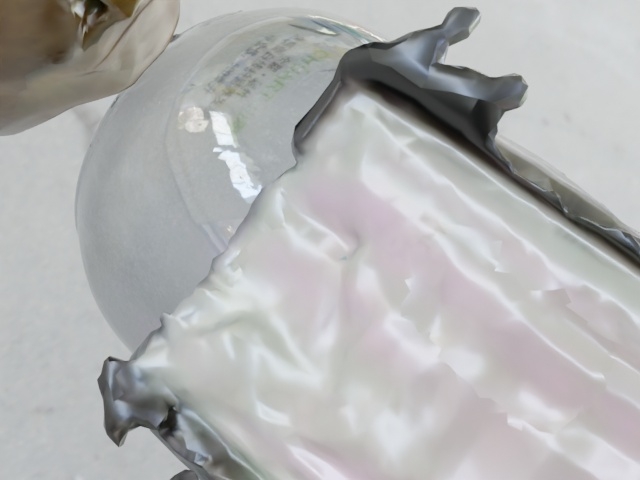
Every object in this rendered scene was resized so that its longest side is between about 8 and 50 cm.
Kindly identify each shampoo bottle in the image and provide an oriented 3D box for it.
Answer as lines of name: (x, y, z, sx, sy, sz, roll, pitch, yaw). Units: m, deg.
shampoo bottle: (0.000, 0.000, 1.101, 0.266, 0.273, 0.273, 34, 33, 24)

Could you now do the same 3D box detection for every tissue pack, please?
tissue pack: (0.136, 0.102, 0.432, 0.259, 0.122, 0.361, 39, 4, 26)

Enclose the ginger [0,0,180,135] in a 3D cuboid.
ginger: (-0.099, -0.140, 0.462, 0.107, 0.133, 0.309, -82, 166, -47)
